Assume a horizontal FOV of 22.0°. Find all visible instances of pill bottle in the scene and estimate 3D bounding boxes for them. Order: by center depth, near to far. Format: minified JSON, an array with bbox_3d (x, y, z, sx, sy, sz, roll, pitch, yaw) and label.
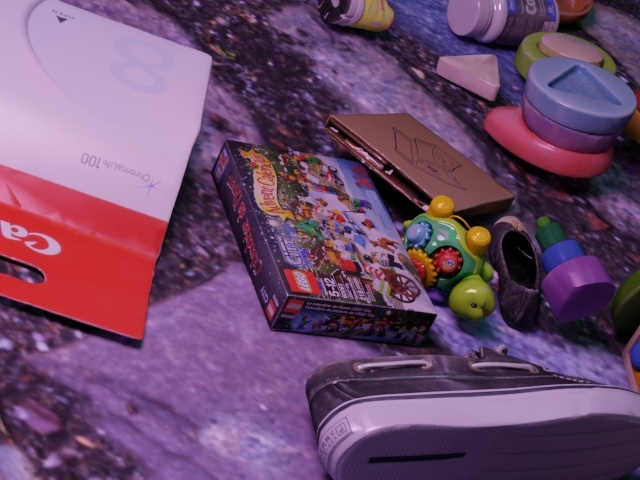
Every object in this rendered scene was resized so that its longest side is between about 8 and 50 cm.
[{"bbox_3d":[0.236,-0.293,2.136,0.137,0.078,0.078,0,41,-36],"label":"pill bottle"}]

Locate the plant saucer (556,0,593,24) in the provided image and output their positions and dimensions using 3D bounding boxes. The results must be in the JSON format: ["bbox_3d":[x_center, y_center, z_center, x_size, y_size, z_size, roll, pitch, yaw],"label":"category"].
[{"bbox_3d":[0.287,-0.361,2.309,0.200,0.037,0.200,19,34,-13],"label":"plant saucer"}]

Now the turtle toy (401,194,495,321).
[{"bbox_3d":[0.124,0.025,1.599,0.066,0.095,0.130,-32,63,-32],"label":"turtle toy"}]

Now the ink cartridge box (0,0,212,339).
[{"bbox_3d":[-0.268,-0.099,1.480,0.308,0.091,0.385,20,32,-11],"label":"ink cartridge box"}]

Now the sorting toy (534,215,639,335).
[{"bbox_3d":[0.358,0.016,1.718,0.365,0.127,0.126,2,51,-35],"label":"sorting toy"}]

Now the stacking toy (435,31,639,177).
[{"bbox_3d":[0.320,-0.209,1.975,0.309,0.130,0.279,-14,43,-38],"label":"stacking toy"}]

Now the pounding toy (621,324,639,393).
[{"bbox_3d":[0.350,0.113,1.589,0.100,0.130,0.141,18,33,-13],"label":"pounding toy"}]

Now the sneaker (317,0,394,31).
[{"bbox_3d":[0.038,-0.325,2.048,0.094,0.081,0.208,17,39,-28],"label":"sneaker"}]

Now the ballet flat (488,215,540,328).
[{"bbox_3d":[0.206,0.026,1.685,0.057,0.049,0.173,20,33,-13],"label":"ballet flat"}]

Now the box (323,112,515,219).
[{"bbox_3d":[0.109,-0.081,1.751,0.164,0.021,0.201,39,20,18],"label":"box"}]

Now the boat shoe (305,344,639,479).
[{"bbox_3d":[0.145,0.140,1.408,0.335,0.121,0.119,5,42,-27],"label":"boat shoe"}]

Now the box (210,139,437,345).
[{"bbox_3d":[0.000,0.000,1.575,0.159,0.044,0.233,8,36,-28],"label":"box"}]
